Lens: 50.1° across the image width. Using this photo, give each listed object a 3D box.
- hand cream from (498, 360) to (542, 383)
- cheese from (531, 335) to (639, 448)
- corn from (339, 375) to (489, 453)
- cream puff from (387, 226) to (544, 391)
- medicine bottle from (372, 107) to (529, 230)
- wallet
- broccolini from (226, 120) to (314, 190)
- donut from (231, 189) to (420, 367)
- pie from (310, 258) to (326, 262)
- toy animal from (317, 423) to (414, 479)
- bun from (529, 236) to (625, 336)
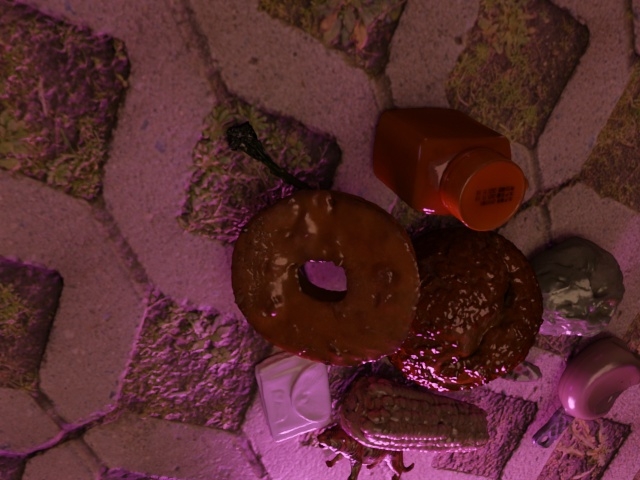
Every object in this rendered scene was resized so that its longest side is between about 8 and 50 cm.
[{"bbox_3d":[0.372,0.254,1.357,0.165,0.037,0.057,15,110,-22],"label":"hand cream"},{"bbox_3d":[0.551,0.329,1.440,0.163,0.082,0.286,27,107,-30],"label":"cheese"},{"bbox_3d":[0.183,0.337,1.271,0.335,0.127,0.127,22,107,-32],"label":"corn"},{"bbox_3d":[0.231,0.123,1.118,0.302,0.212,0.303,-8,119,-16],"label":"cream puff"},{"bbox_3d":[0.183,-0.105,0.968,0.149,0.222,0.112,-5,118,-20],"label":"medicine bottle"},{"bbox_3d":[-0.042,0.270,1.195,0.124,0.032,0.183,-15,122,-11],"label":"wallet"},{"bbox_3d":[-0.055,-0.095,0.989,0.044,0.042,0.218,-45,125,6],"label":"broccolini"},{"bbox_3d":[0.013,0.044,0.994,0.277,0.108,0.278,6,113,13],"label":"donut"},{"bbox_3d":[0.000,0.000,1.075,0.085,0.017,0.085,-10,119,-18],"label":"pie"},{"bbox_3d":[0.091,0.410,1.308,0.241,0.057,0.099,14,110,-27],"label":"toy animal"},{"bbox_3d":[0.464,0.104,1.254,0.212,0.126,0.204,-36,122,0],"label":"bun"}]
